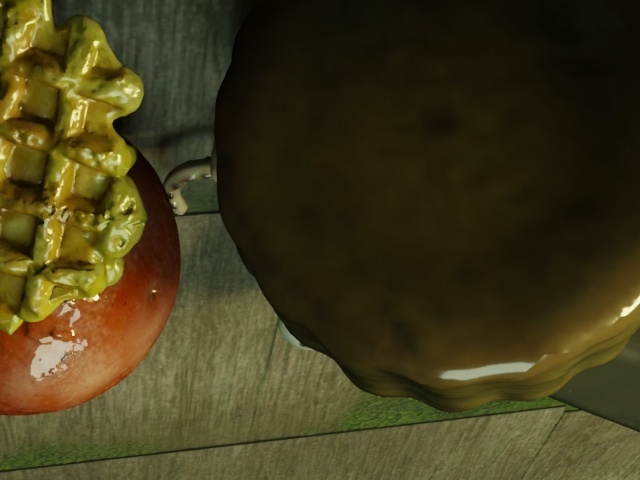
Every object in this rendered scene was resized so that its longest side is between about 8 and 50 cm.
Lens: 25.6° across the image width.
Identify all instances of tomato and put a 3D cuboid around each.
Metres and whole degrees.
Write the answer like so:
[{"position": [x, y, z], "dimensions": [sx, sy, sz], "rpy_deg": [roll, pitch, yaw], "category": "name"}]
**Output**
[{"position": [-0.195, 0.009, 0.918], "dimensions": [0.208, 0.208, 0.184], "rpy_deg": [-18, -175, 12], "category": "tomato"}]

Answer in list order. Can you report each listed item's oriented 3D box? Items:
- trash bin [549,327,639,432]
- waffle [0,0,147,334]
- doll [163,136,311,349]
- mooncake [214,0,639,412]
[{"position": [0.247, 0.064, 1.205], "dimensions": [0.225, 0.165, 0.115], "rpy_deg": [18, 141, -38], "category": "trash bin"}, {"position": [-0.216, -0.055, 0.785], "dimensions": [0.243, 0.238, 0.059], "rpy_deg": [-27, -175, 13], "category": "waffle"}, {"position": [0.002, -0.001, 1.056], "dimensions": [0.154, 0.119, 0.278], "rpy_deg": [-9, 148, 26], "category": "doll"}, {"position": [0.079, -0.046, 0.826], "dimensions": [0.290, 0.290, 0.161], "rpy_deg": [-11, 162, 0], "category": "mooncake"}]
